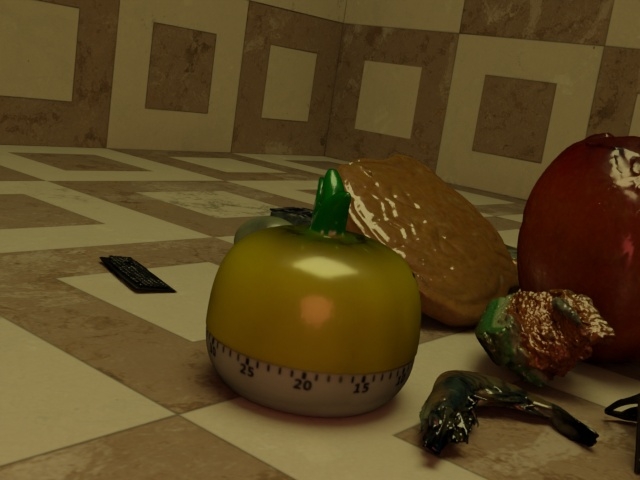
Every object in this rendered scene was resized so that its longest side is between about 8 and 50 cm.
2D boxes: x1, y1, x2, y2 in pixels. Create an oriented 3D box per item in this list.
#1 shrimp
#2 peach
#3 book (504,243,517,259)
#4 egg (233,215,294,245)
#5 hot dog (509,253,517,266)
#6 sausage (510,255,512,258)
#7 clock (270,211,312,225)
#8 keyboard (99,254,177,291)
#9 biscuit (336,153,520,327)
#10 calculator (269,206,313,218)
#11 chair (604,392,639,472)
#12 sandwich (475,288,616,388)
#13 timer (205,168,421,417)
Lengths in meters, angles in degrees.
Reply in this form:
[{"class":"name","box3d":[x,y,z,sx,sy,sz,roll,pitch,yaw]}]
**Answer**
[{"class":"shrimp","box3d":[0.212,0.204,0.911,0.198,0.051,0.262,13,9,19]},{"class":"peach","box3d":[0.464,0.011,1.277,0.290,0.373,0.372,11,11,27]},{"class":"book","box3d":[0.424,0.028,2.038,0.217,0.021,0.310,3,12,-25]},{"class":"egg","box3d":[-0.095,0.011,1.487,0.152,0.114,0.114,17,14,38]},{"class":"hot dog","box3d":[0.319,0.038,1.769,0.250,0.076,0.104,15,13,20]},{"class":"sausage","box3d":[0.265,0.043,1.608,0.317,0.125,0.117,4,8,-34]},{"class":"clock","box3d":[0.000,0.000,1.620,0.226,0.049,0.226,17,-6,2]},{"class":"keyboard","box3d":[-0.313,0.054,1.367,0.074,0.015,0.196,2,13,-33]},{"class":"biscuit","box3d":[0.197,-0.016,1.454,0.385,0.062,0.365,49,36,19]},{"class":"calculator","box3d":[0.016,-0.057,2.142,0.274,0.028,0.165,13,12,24]},{"class":"chair","box3d":[0.391,0.224,0.917,0.084,0.101,0.212,10,-26,1]},{"class":"sandwich","box3d":[0.309,0.117,1.140,0.109,0.160,0.185,50,16,-8]},{"class":"timer","box3d":[-0.001,0.049,0.969,0.285,0.285,0.285,8,11,-2]}]
